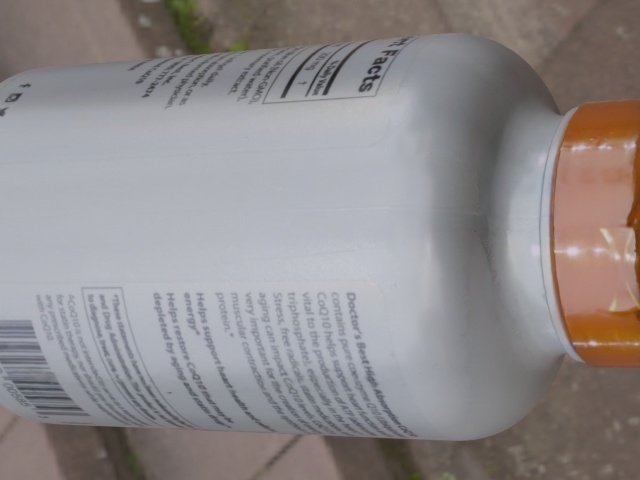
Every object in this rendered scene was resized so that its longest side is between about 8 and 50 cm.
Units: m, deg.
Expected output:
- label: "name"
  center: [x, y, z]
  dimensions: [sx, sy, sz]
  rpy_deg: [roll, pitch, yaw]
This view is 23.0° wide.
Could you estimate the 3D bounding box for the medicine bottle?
- label: "medicine bottle"
  center: [0.000, 0.000, 0.630]
  dimensions: [0.289, 0.157, 0.157]
  rpy_deg: [-1, 96, 27]
